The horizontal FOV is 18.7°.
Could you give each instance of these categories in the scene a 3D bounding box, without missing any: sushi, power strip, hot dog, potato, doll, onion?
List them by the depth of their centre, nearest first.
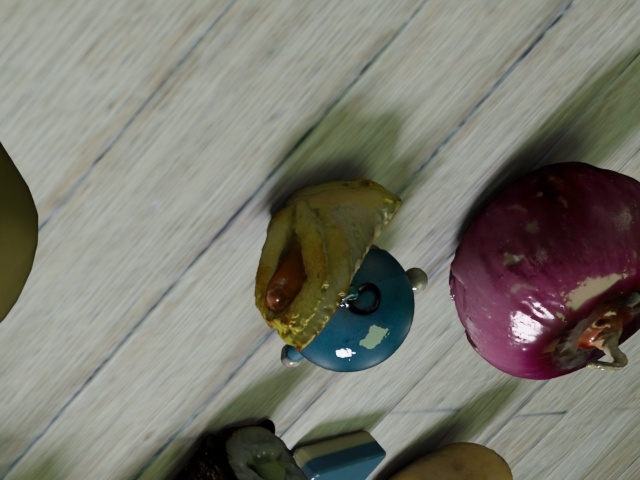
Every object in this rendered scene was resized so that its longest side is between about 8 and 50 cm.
[{"bbox_3d":[-0.001,0.000,1.177,0.078,0.061,0.169,-47,-174,34],"label":"hot dog"},{"bbox_3d":[0.019,0.047,1.289,0.114,0.085,0.152,-29,169,-1],"label":"doll"},{"bbox_3d":[-0.062,0.186,1.423,0.094,0.098,0.084,11,123,-42],"label":"sushi"},{"bbox_3d":[0.182,0.026,1.440,0.177,0.153,0.177,-48,170,-12],"label":"onion"},{"bbox_3d":[0.005,0.192,1.611,0.056,0.032,0.123,-50,158,23],"label":"power strip"},{"bbox_3d":[0.109,0.256,1.820,0.178,0.109,0.118,-33,136,-36],"label":"potato"}]

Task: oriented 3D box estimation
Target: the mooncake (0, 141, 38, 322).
[{"bbox_3d":[-0.267,0.033,0.578,0.378,0.201,0.378,-36,160,-16],"label":"mooncake"}]
